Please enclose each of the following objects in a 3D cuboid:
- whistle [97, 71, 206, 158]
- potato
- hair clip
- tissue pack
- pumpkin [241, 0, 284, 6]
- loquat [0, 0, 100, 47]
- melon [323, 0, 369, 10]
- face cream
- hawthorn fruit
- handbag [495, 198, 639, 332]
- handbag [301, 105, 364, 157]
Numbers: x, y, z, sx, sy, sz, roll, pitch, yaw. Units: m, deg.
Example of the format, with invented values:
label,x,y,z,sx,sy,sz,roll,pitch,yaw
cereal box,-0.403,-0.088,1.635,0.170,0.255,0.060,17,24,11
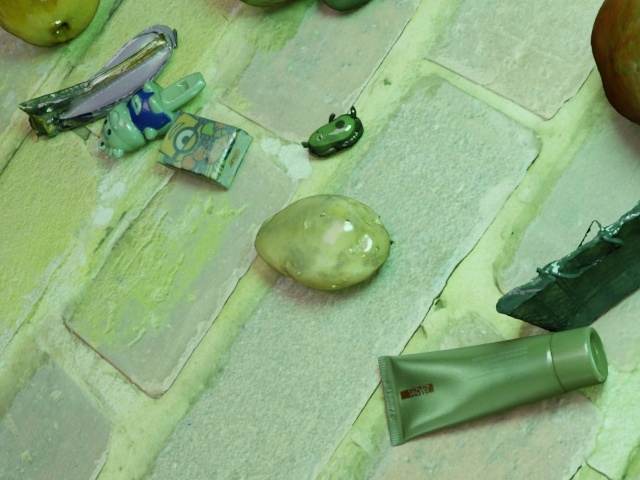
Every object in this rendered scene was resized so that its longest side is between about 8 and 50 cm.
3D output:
label,x,y,z,sx,sy,sz,roll,pitch,yaw
whistle,-0.320,-0.238,2.013,0.244,0.092,0.110,-31,56,15
potato,0.002,-0.004,1.742,0.235,0.128,0.161,25,79,37
hair clip,-0.428,-0.305,2.118,0.359,0.095,0.110,-26,26,7
tissue pack,-0.210,-0.165,1.949,0.148,0.060,0.108,19,81,30
pumpkin,-0.105,-0.494,1.981,0.110,0.217,0.217,-56,44,49
loquat,-0.556,-0.504,2.177,0.238,0.193,0.238,-11,68,30
melon,0.057,-0.460,1.907,0.131,0.098,0.098,-27,61,12
face cream,0.243,0.202,1.577,0.341,0.084,0.137,-17,74,28
hawthorn fruit,0.520,-0.282,1.500,0.295,0.295,0.311,-43,20,6
handbag,0.376,0.036,1.508,0.270,0.175,0.088,-38,61,11
handbag,0.023,-0.177,1.844,0.111,0.047,0.072,-26,60,13
